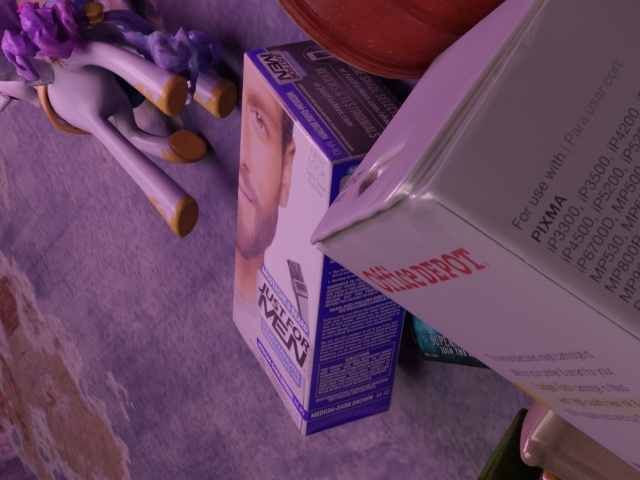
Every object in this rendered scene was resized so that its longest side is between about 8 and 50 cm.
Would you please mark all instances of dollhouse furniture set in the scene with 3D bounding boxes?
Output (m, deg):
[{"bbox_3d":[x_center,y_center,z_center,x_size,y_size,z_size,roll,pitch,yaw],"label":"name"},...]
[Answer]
[{"bbox_3d":[0.257,0.184,1.082,0.197,0.151,0.301,31,122,9],"label":"dollhouse furniture set"}]

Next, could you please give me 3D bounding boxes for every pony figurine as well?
[{"bbox_3d":[-0.270,-0.209,1.426,0.363,0.303,0.351,29,145,22],"label":"pony figurine"}]

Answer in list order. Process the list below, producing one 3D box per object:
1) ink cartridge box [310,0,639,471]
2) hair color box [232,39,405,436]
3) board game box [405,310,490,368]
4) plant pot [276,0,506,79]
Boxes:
[{"bbox_3d":[0.211,0.034,0.739,0.384,0.160,0.279,34,170,-6],"label":"ink cartridge box"},{"bbox_3d":[0.000,0.000,1.257,0.185,0.110,0.339,54,148,42],"label":"hair color box"},{"bbox_3d":[0.121,0.051,1.185,0.186,0.026,0.126,-6,104,69],"label":"board game box"},{"bbox_3d":[0.124,-0.260,0.811,0.265,0.272,0.272,-11,102,49],"label":"plant pot"}]
